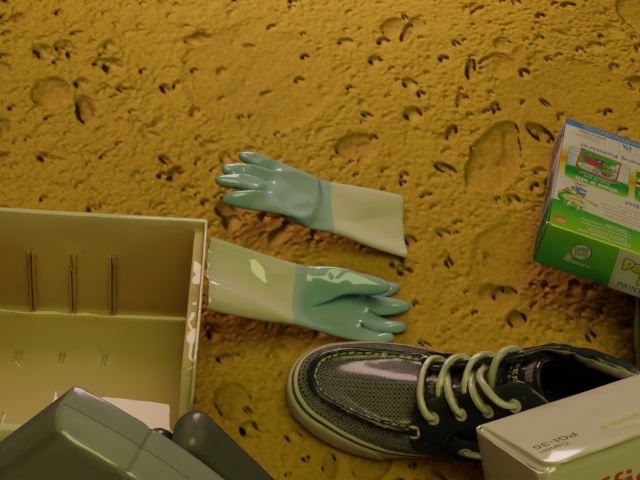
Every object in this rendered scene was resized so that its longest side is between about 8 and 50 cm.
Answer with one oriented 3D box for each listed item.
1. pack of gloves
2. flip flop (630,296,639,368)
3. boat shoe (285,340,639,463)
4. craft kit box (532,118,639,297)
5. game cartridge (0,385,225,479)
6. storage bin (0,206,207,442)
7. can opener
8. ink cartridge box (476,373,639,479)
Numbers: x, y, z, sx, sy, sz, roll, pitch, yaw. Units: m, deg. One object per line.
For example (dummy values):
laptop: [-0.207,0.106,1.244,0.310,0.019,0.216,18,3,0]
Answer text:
pack of gloves: [0.000,0.000,1.083,0.232,0.046,0.195,14,58,-23]
flip flop: [0.367,0.112,1.074,0.112,0.080,0.277,20,40,6]
boat shoe: [0.141,0.140,0.987,0.341,0.158,0.127,10,56,-1]
craft kit box: [0.367,-0.021,1.136,0.250,0.061,0.246,20,33,6]
game cartridge: [-0.124,0.244,0.798,0.294,0.196,0.060,44,33,-13]
storage bin: [-0.240,0.086,0.934,0.262,0.123,0.260,4,29,-6]
can opener: [-0.038,0.228,0.875,0.076,0.283,0.095,-28,30,22]
ink cartridge box: [0.261,0.265,0.855,0.207,0.117,0.283,-14,102,-16]
